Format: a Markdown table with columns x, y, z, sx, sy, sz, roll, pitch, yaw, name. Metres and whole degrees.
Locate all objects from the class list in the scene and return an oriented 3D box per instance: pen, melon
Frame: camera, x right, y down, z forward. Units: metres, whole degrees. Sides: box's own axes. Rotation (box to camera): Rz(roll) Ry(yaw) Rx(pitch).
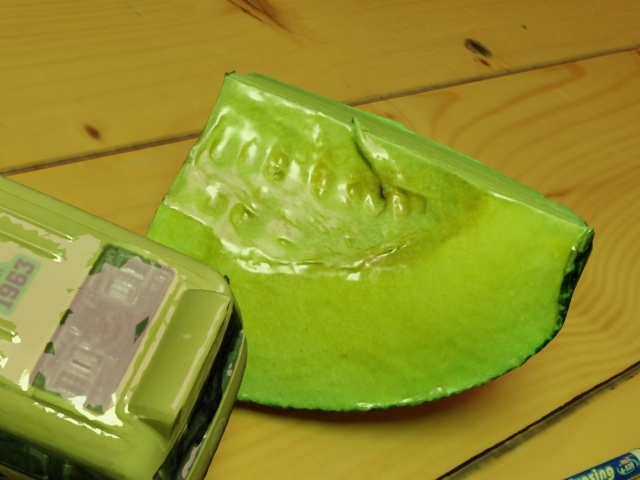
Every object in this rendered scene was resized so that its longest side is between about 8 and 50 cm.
| x | y | z | sx | sy | sz | roll | pitch | yaw | name |
| --- | --- | --- | --- | --- | --- | --- | --- | --- | --- |
| 0.209 | 0.214 | 0.801 | 0.204 | 0.025 | 0.025 | -10 | 48 | -33 | pen |
| 0.035 | -0.001 | 0.793 | 0.343 | 0.226 | 0.331 | 25 | 52 | 4 | melon |

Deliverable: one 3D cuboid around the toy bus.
| x | y | z | sx | sy | sz | roll | pitch | yaw | name |
| --- | --- | --- | --- | --- | --- | --- | --- | --- | --- |
| -0.231 | 0.055 | 0.614 | 0.365 | 0.202 | 0.177 | 22 | 57 | -1 | toy bus |
